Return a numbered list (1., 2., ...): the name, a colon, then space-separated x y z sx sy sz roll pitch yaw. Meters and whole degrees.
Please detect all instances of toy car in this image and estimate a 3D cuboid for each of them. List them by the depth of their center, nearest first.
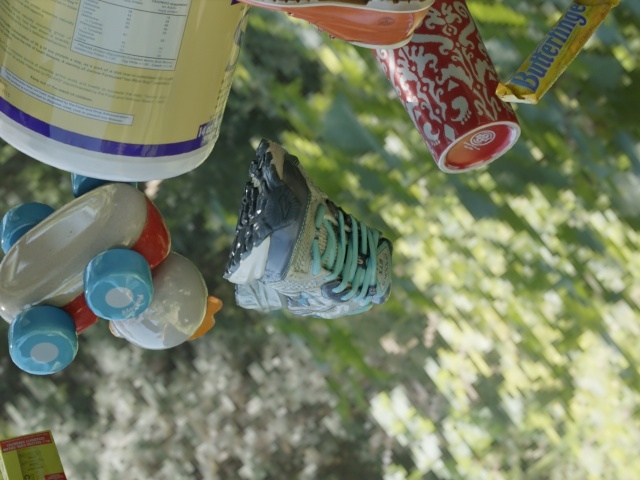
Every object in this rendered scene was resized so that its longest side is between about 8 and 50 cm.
1. toy car: -0.219 0.064 1.774 0.238 0.210 0.219 43 -161 -37

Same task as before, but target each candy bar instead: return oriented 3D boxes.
1. candy bar: 0.194 -0.157 1.292 0.040 0.161 0.018 15 136 31

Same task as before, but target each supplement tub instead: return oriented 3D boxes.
1. supplement tub: -0.179 -0.248 1.480 0.241 0.331 0.241 13 -151 -7

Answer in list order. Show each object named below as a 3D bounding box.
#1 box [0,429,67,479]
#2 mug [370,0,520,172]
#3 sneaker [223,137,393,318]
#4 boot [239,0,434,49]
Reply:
1. box: -0.405 0.369 2.299 0.232 0.087 0.058 -123 28 -55
2. mug: 0.143 -0.165 1.613 0.169 0.150 0.113 66 149 24
3. sneaker: 0.000 0.000 1.214 0.122 0.110 0.283 14 172 4
4. boot: -0.002 -0.166 1.087 0.084 0.158 0.059 110 167 -67
